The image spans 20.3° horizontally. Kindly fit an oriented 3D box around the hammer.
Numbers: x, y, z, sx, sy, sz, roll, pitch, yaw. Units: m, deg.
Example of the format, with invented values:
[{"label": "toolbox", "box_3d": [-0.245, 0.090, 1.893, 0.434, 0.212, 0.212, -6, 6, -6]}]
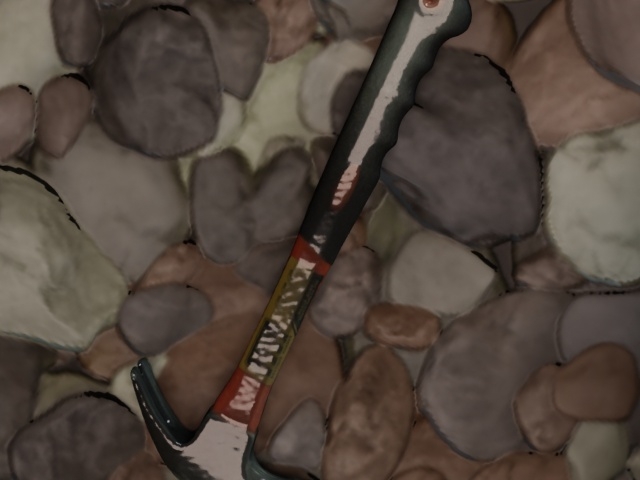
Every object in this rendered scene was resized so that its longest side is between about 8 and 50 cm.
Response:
[{"label": "hammer", "box_3d": [0.000, 0.000, 0.859, 0.111, 0.033, 0.288, 26, 104, -1]}]
